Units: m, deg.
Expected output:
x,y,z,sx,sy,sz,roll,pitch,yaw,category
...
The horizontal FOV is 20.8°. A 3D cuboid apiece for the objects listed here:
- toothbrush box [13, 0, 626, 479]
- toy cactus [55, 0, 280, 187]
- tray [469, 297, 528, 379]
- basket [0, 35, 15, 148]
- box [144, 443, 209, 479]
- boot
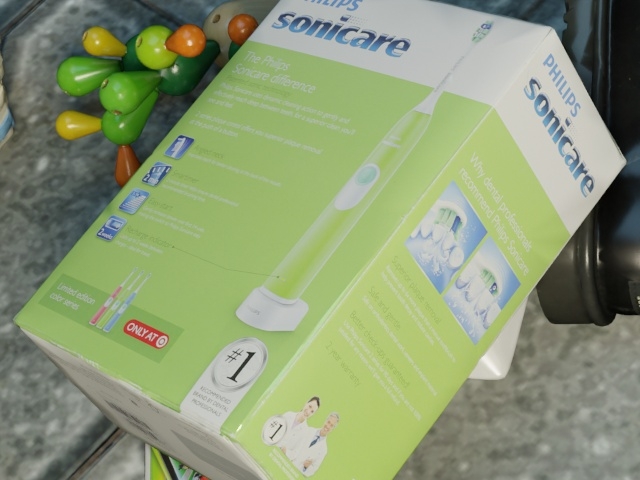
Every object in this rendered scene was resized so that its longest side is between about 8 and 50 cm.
x,y,z,sx,sy,sz,roll,pitch,yaw,category
0.000,0.000,0.986,0.206,0.122,0.283,20,67,45,toothbrush box
-0.077,-0.119,1.205,0.219,0.112,0.180,-10,19,44,toy cactus
0.006,0.006,1.138,0.270,0.030,0.145,7,58,20,tray
-0.352,-0.145,1.179,0.255,0.289,0.201,16,62,23,basket
-0.049,0.121,1.035,0.114,0.036,0.207,-24,43,19,box
0.285,-0.089,1.060,0.260,0.131,0.348,1,67,24,boot
